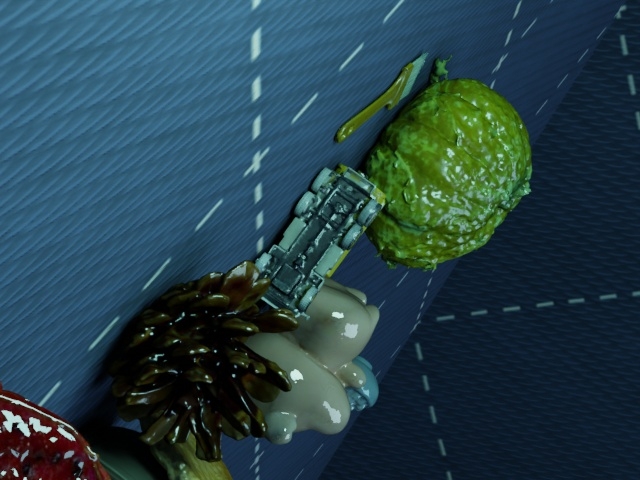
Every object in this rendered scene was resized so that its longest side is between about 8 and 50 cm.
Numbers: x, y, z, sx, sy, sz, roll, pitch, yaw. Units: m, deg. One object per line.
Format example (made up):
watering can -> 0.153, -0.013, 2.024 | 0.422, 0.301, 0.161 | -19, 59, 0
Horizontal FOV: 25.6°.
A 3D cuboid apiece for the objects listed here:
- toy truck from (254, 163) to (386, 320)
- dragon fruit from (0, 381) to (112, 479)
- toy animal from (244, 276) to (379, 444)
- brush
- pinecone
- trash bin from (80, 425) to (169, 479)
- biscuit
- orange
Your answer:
toy truck -> 0.000, 0.000, 1.910 | 0.227, 0.098, 0.114 | -54, 174, -7
dragon fruit -> -0.327, 0.170, 1.048 | 0.317, 0.205, 0.152 | -6, 91, -41
toy animal -> -0.027, 0.159, 2.016 | 0.229, 0.210, 0.221 | -8, 110, -21
brush -> 0.079, -0.185, 1.907 | 0.218, 0.010, 0.082 | -41, 163, -43
pinecone -> -0.127, 0.144, 1.586 | 0.229, 0.202, 0.201 | -38, -145, 14
trash bin -> -0.260, 0.371, 1.678 | 0.250, 0.219, 0.220 | -49, 168, 8
biscuit -> -0.159, 0.260, 1.687 | 0.033, 0.224, 0.144 | -41, 153, 6
orange -> 0.185, -0.092, 2.080 | 0.301, 0.223, 0.300 | -48, 162, -24
